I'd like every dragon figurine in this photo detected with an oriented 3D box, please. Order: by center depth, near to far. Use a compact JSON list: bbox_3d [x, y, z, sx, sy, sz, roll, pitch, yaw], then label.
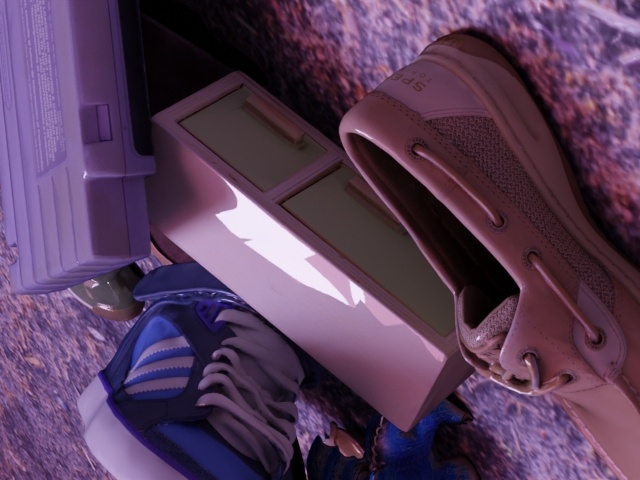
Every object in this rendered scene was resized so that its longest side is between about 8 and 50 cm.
[{"bbox_3d":[0.047,0.185,1.310,0.085,0.144,0.289,32,149,37],"label":"dragon figurine"}]

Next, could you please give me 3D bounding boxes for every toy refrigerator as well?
[{"bbox_3d":[0.000,0.000,1.141,0.269,0.102,0.094,39,134,17],"label":"toy refrigerator"}]

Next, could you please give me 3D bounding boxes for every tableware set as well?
[{"bbox_3d":[0.054,0.237,1.524,0.168,0.020,0.141,44,155,17],"label":"tableware set"}]

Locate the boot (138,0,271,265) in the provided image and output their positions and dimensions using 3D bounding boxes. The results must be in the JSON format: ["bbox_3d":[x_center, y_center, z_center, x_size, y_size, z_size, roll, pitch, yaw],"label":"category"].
[{"bbox_3d":[-0.088,-0.066,1.282,0.248,0.090,0.207,39,144,-8],"label":"boot"}]

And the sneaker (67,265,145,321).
[{"bbox_3d":[-0.258,-0.001,1.694,0.192,0.064,0.086,46,160,22],"label":"sneaker"}]

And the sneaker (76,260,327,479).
[{"bbox_3d":[-0.050,0.088,1.171,0.130,0.236,0.323,46,175,-20],"label":"sneaker"}]

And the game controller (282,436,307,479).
[{"bbox_3d":[-0.057,0.162,1.412,0.319,0.067,0.166,-114,29,-53],"label":"game controller"}]

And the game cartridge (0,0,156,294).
[{"bbox_3d":[-0.193,-0.147,1.198,0.230,0.068,0.355,-15,80,60],"label":"game cartridge"}]

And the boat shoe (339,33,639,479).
[{"bbox_3d":[0.130,0.042,1.005,0.341,0.110,0.121,56,156,-7],"label":"boat shoe"}]
